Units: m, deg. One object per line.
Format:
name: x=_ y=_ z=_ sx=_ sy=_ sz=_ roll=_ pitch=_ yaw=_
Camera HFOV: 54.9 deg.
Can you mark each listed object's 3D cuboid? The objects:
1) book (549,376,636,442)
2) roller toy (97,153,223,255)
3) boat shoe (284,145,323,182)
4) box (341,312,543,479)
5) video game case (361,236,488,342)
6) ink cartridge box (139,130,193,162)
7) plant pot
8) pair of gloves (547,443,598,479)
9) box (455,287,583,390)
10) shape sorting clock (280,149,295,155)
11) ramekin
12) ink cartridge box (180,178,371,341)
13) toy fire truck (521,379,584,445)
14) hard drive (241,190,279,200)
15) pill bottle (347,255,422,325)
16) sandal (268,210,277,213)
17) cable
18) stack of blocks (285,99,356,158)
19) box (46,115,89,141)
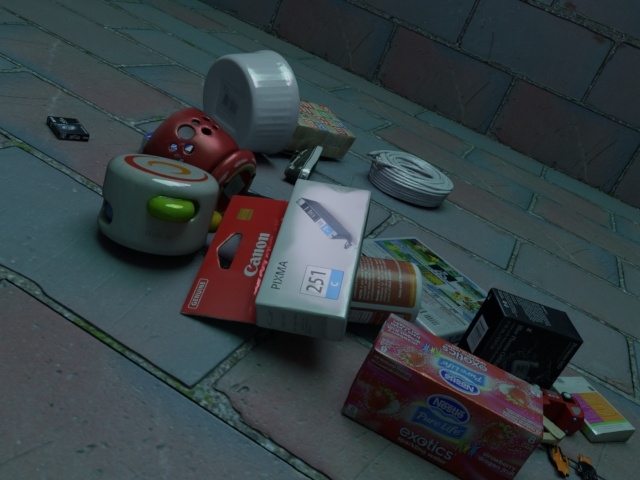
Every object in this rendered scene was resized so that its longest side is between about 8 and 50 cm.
book: x=0.491 y=0.308 z=1.140 sx=0.096 sy=0.035 sz=0.144 roll=7 pitch=29 yaw=-25
roller toy: x=-0.284 y=-0.059 z=1.082 sx=0.191 sy=0.146 sz=0.209 roll=20 pitch=16 yaw=12
boat shoe: x=-0.046 y=-0.218 z=1.683 sx=0.070 sy=0.077 sz=0.219 roll=24 pitch=26 yaw=0
box: x=0.179 y=0.236 z=0.903 sx=0.257 sy=0.128 sz=0.122 roll=27 pitch=25 yaw=8
video game case: x=0.216 y=0.095 z=1.330 sx=0.300 sy=0.036 sz=0.329 roll=-3 pitch=34 yaw=-43
ink cartridge box: x=-0.308 y=-0.196 z=1.453 sx=0.207 sy=0.046 sz=0.097 roll=24 pitch=23 yaw=3
plant pot: x=-0.242 y=-0.144 z=1.249 sx=0.174 sy=0.191 sz=0.191 roll=38 pitch=27 yaw=12
pair of gloves: x=0.404 y=0.360 z=0.985 sx=0.083 sy=0.010 sz=0.074 roll=25 pitch=22 yaw=0
box: x=0.350 y=0.190 z=1.105 sx=0.158 sy=0.155 sz=0.093 roll=18 pitch=26 yaw=-11
shape sorting clock: x=-0.117 y=-0.311 z=1.855 sx=0.206 sy=0.040 sz=0.206 roll=18 pitch=25 yaw=-9
ramekin: x=-0.193 y=-0.362 z=1.630 sx=0.135 sy=0.277 sz=0.277 roll=-13 pitch=42 yaw=-40
ink cartridge box: x=-0.064 y=0.013 z=1.026 sx=0.261 sy=0.066 sz=0.296 roll=9 pitch=46 yaw=6
toy fire truck: x=0.365 y=0.298 z=1.032 sx=0.192 sy=0.047 sz=0.135 roll=18 pitch=25 yaw=-11
hard drive: x=-0.088 y=-0.074 z=1.288 sx=0.135 sy=0.022 sz=0.094 roll=17 pitch=3 yaw=13
pill bottle: x=0.062 y=0.085 z=1.098 sx=0.216 sy=0.121 sz=0.121 roll=8 pitch=27 yaw=-12
sandal: x=-0.118 y=-0.026 z=1.253 sx=0.088 sy=0.079 sz=0.240 roll=15 pitch=3 yaw=-24
cable: x=0.274 y=-0.189 z=1.888 sx=0.257 sy=0.089 sz=0.257 roll=33 pitch=26 yaw=19
stack of blocks: x=-0.054 y=-0.341 z=1.827 sx=0.297 sy=0.087 sz=0.171 roll=1 pitch=41 yaw=-49
box: x=-0.564 y=-0.250 z=1.376 sx=0.067 sy=0.018 sz=0.083 roll=-2 pitch=35 yaw=-43
